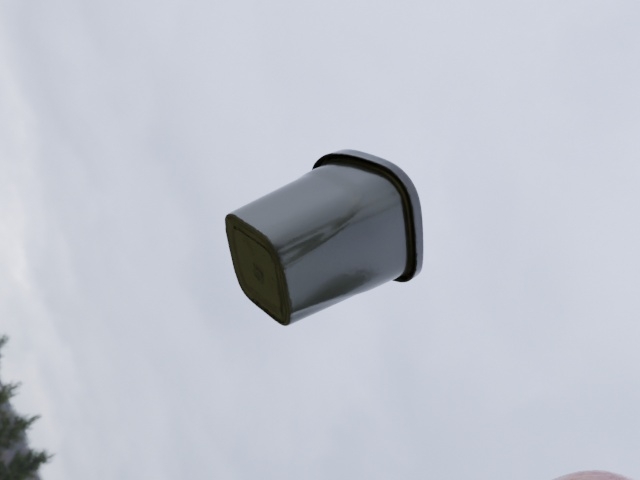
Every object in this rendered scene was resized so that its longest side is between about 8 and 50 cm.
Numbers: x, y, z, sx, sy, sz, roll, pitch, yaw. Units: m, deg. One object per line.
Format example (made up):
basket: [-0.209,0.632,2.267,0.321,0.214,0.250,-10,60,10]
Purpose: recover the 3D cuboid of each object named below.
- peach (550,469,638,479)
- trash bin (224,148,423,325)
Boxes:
peach: [0.413,0.514,1.111,0.242,0.380,0.306,-86,160,-74]
trash bin: [0.000,0.000,1.117,0.219,0.250,0.220,29,-43,48]
